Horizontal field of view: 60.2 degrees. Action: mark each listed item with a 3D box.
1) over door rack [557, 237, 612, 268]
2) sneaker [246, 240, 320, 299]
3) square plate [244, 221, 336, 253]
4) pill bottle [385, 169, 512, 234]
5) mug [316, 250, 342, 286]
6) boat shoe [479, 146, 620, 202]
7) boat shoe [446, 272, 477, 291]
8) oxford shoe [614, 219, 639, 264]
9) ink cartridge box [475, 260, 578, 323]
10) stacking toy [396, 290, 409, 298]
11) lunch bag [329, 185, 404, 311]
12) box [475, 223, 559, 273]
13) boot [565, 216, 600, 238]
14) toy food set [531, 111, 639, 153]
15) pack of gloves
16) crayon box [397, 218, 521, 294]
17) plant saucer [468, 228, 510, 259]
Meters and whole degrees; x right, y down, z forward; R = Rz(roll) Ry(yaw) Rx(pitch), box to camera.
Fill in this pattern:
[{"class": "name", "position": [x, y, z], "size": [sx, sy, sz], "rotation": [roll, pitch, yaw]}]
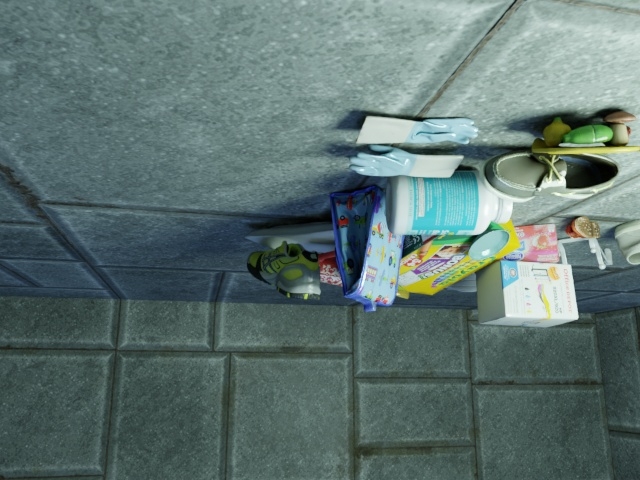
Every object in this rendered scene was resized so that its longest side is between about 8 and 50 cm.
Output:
[{"class": "over door rack", "position": [0.864, 0.068, 1.924], "size": [0.240, 0.108, 0.324], "rotation": [-9, 163, 35]}, {"class": "sneaker", "position": [-0.103, 0.072, 1.701], "size": [0.145, 0.147, 0.385], "rotation": [9, -175, -35]}, {"class": "square plate", "position": [0.000, 0.000, 1.738], "size": [0.344, 0.049, 0.347], "rotation": [-3, 166, 30]}, {"class": "pill bottle", "position": [0.283, -0.085, 1.235], "size": [0.264, 0.146, 0.146], "rotation": [0, 166, 0]}, {"class": "mug", "position": [0.042, 0.076, 1.790], "size": [0.170, 0.150, 0.113], "rotation": [9, -156, -5]}, {"class": "boat shoe", "position": [0.463, -0.139, 1.112], "size": [0.305, 0.109, 0.091], "rotation": [-1, 167, -22]}, {"class": "boat shoe", "position": [0.543, 0.144, 2.256], "size": [0.335, 0.121, 0.119], "rotation": [3, 178, 39]}, {"class": "oxford shoe", "position": [1.035, -0.023, 1.524], "size": [0.169, 0.129, 0.449], "rotation": [9, 162, -26]}, {"class": "ink cartridge box", "position": [0.617, 0.164, 1.668], "size": [0.233, 0.171, 0.168], "rotation": [4, 163, -11]}, {"class": "stacking toy", "position": [0.201, 0.111, 2.206], "size": [0.309, 0.130, 0.280], "rotation": [17, -176, -43]}, {"class": "lunch bag", "position": [0.132, 0.037, 1.418], "size": [0.138, 0.293, 0.221], "rotation": [-8, 163, 28]}, {"class": "box", "position": [0.606, 0.030, 1.738], "size": [0.257, 0.122, 0.128], "rotation": [-5, 164, 19]}, {"class": "boot", "position": [0.761, -0.031, 1.636], "size": [0.085, 0.059, 0.158], "rotation": [-6, 167, 41]}, {"class": "toy food set", "position": [0.495, -0.193, 0.991], "size": [0.218, 0.071, 0.128], "rotation": [0, -170, 7]}, {"class": "pack of gloves", "position": [0.174, -0.191, 1.069], "size": [0.232, 0.046, 0.195], "rotation": [0, 155, -11]}, {"class": "crayon box", "position": [0.338, 0.036, 1.624], "size": [0.313, 0.106, 0.363], "rotation": [12, 146, -35]}, {"class": "plant saucer", "position": [0.446, 0.006, 1.476], "size": [0.120, 0.021, 0.119], "rotation": [-14, 142, -11]}]
